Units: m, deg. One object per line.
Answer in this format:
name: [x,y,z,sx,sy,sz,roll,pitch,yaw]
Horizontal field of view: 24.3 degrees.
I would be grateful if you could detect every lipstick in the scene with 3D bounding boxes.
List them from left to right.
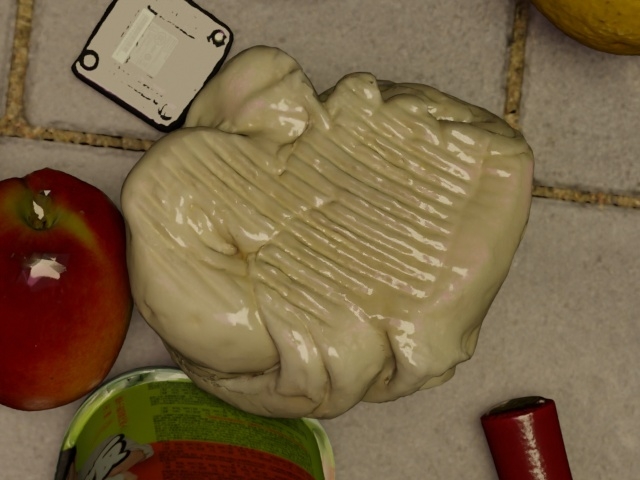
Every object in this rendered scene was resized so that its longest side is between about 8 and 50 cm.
lipstick: [0.225,0.277,1.482,0.080,0.080,0.241,-15,91,-10]

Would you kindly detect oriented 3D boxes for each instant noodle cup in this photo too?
instant noodle cup: [-0.104,0.276,1.289,0.294,0.308,0.293,-1,100,-8]

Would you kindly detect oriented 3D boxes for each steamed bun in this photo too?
steamed bun: [0.000,0.000,1.368,0.339,0.247,0.352,24,71,6]

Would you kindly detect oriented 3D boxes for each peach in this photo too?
peach: [-0.262,0.051,1.376,0.196,0.226,0.190,34,46,24]

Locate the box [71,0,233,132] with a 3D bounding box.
box: [-0.161,-0.184,1.449,0.125,0.027,0.126,33,84,-8]

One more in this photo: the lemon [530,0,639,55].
lemon: [0.309,-0.291,1.437,0.253,0.228,0.228,25,85,-13]
